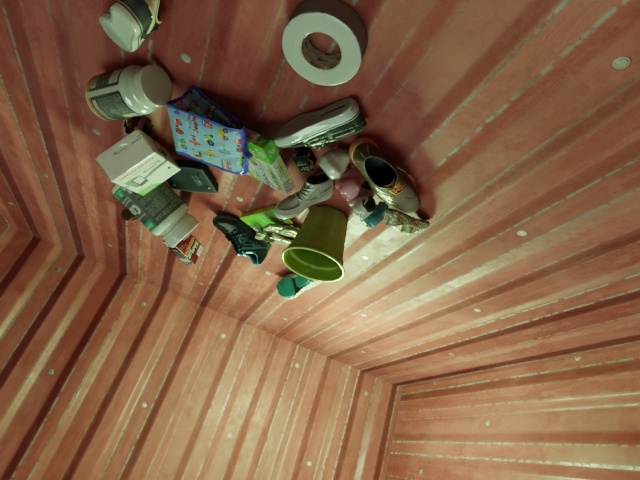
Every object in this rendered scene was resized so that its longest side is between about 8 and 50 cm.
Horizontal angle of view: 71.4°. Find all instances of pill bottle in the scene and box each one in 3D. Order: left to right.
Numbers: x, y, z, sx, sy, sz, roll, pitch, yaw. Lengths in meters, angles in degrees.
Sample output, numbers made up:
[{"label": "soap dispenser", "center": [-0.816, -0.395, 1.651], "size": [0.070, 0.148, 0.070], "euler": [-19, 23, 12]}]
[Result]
[{"label": "pill bottle", "center": [-0.647, -0.501, 1.510], "size": [0.279, 0.162, 0.162], "euler": [1, 146, 30]}, {"label": "pill bottle", "center": [-0.739, -0.154, 2.021], "size": [0.361, 0.204, 0.204], "euler": [48, 143, -13]}]

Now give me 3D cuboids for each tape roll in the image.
[{"label": "tape roll", "center": [0.011, -0.523, 1.184], "size": [0.219, 0.072, 0.219], "euler": [14, 152, 8]}]

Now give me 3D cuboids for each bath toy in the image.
[{"label": "bath toy", "center": [0.126, -0.203, 1.614], "size": [0.348, 0.129, 0.151], "euler": [49, -177, -36]}]

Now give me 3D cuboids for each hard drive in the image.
[{"label": "hard drive", "center": [-0.580, -0.283, 1.957], "size": [0.255, 0.054, 0.172], "euler": [7, 149, 21]}]

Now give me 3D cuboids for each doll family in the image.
[{"label": "doll family", "center": [-0.707, -0.427, 1.725], "size": [0.076, 0.111, 0.193], "euler": [9, 150, 17]}]

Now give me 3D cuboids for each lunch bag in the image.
[{"label": "lunch bag", "center": [-0.360, -0.352, 1.529], "size": [0.293, 0.138, 0.221], "euler": [31, 147, 14]}]

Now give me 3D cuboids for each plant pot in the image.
[{"label": "plant pot", "center": [0.000, 0.000, 1.899], "size": [0.276, 0.253, 0.276], "euler": [14, 151, 8]}]

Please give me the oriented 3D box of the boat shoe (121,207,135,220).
[{"label": "boat shoe", "center": [-1.008, -0.146, 2.426], "size": [0.207, 0.073, 0.073], "euler": [0, -173, 40]}]

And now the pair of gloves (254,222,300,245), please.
[{"label": "pair of gloves", "center": [-0.197, -0.033, 2.147], "size": [0.204, 0.042, 0.240], "euler": [12, 159, -22]}]

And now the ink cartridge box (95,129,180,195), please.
[{"label": "ink cartridge box", "center": [-0.702, -0.297, 1.742], "size": [0.114, 0.198, 0.273], "euler": [55, 180, 5]}]

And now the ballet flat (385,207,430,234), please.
[{"label": "ballet flat", "center": [0.326, -0.064, 1.706], "size": [0.241, 0.077, 0.091], "euler": [14, -178, -39]}]

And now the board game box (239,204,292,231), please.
[{"label": "board game box", "center": [-0.253, -0.103, 2.095], "size": [0.260, 0.039, 0.124], "euler": [-7, 144, 43]}]

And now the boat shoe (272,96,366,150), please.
[{"label": "boat shoe", "center": [-0.008, -0.347, 1.443], "size": [0.335, 0.121, 0.119], "euler": [-8, 137, 36]}]

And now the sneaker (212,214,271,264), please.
[{"label": "sneaker", "center": [-0.402, -0.004, 2.243], "size": [0.341, 0.139, 0.125], "euler": [35, 149, -24]}]

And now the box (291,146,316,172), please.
[{"label": "box", "center": [-0.058, -0.297, 1.620], "size": [0.052, 0.062, 0.083], "euler": [0, 146, 29]}]

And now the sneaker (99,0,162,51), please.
[{"label": "sneaker", "center": [-0.537, -0.635, 1.279], "size": [0.126, 0.127, 0.321], "euler": [49, 164, -33]}]

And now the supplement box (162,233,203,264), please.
[{"label": "supplement box", "center": [-0.774, 0.025, 2.520], "size": [0.073, 0.130, 0.239], "euler": [5, 149, 23]}]

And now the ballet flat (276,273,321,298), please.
[{"label": "ballet flat", "center": [-0.102, 0.244, 2.517], "size": [0.147, 0.146, 0.409], "euler": [31, 149, -21]}]

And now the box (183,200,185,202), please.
[{"label": "box", "center": [-0.775, -0.132, 2.223], "size": [0.093, 0.155, 0.158], "euler": [34, 147, -27]}]

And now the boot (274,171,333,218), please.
[{"label": "boot", "center": [-0.063, -0.182, 1.679], "size": [0.095, 0.258, 0.123], "euler": [50, 157, 27]}]

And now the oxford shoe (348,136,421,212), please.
[{"label": "oxford shoe", "center": [0.233, -0.191, 1.518], "size": [0.130, 0.132, 0.364], "euler": [-42, 123, 17]}]

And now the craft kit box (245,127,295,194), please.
[{"label": "craft kit box", "center": [-0.229, -0.302, 1.629], "size": [0.247, 0.061, 0.250], "euler": [26, 158, 33]}]
